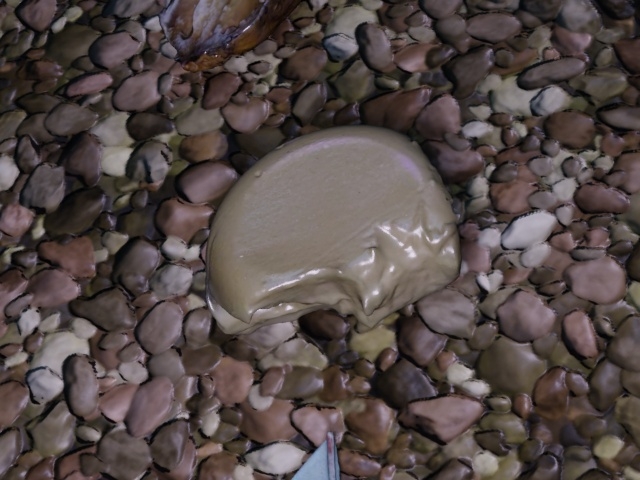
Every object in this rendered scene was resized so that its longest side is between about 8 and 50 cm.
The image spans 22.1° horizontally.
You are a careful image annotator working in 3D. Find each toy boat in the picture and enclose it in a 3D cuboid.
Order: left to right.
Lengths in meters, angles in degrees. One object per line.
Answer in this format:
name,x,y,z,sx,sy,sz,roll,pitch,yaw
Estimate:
toy boat,-0.010,0.197,1.175,0.096,0.034,0.122,-9,44,7

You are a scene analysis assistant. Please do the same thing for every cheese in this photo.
cheese,0.000,0.000,1.273,0.203,0.091,0.175,-27,53,-4

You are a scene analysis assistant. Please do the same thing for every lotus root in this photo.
lotus root,-0.037,-0.273,1.495,0.167,0.078,0.329,-4,52,40
